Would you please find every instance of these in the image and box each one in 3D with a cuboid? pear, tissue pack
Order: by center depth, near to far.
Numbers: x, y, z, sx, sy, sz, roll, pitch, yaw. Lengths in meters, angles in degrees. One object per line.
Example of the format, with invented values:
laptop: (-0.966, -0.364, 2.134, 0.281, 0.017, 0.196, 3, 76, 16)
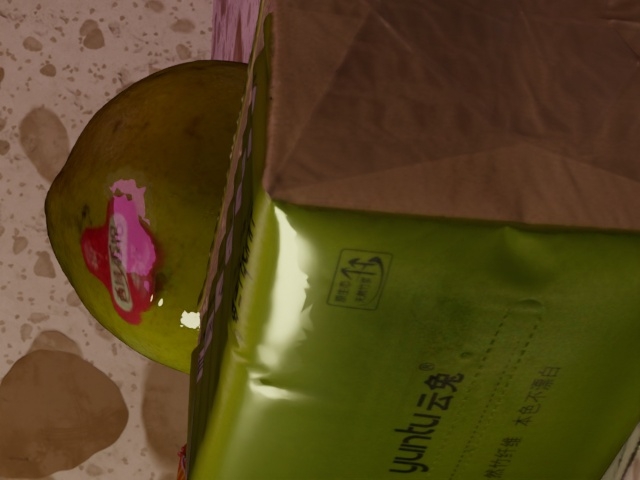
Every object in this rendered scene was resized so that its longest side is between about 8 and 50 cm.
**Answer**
tissue pack: (0.052, 0.013, 0.722, 0.275, 0.200, 0.167, 106, 166, -52)
pear: (-0.114, -0.022, 1.431, 0.375, 0.287, 0.287, 3, 89, 47)

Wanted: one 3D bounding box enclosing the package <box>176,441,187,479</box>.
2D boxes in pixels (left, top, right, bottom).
package: (-0.012, 0.283, 1.044, 0.108, 0.223, 0.288, -42, 28, 25)
